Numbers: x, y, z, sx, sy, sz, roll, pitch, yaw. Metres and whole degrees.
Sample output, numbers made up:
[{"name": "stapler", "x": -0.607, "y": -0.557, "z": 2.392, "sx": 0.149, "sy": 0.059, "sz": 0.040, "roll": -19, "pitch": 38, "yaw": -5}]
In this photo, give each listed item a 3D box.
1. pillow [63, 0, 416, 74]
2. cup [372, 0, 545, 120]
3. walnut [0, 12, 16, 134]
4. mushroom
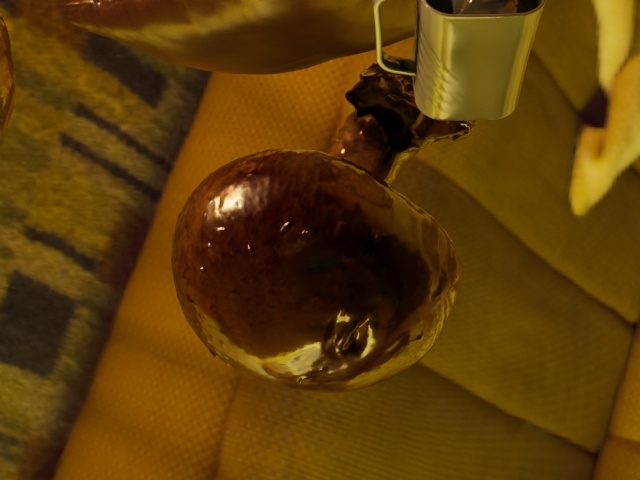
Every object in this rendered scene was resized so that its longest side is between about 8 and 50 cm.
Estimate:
[{"name": "pillow", "x": -0.040, "y": -0.230, "z": 1.063, "sx": 0.308, "sy": 0.305, "sz": 0.108, "roll": -1, "pitch": 83, "yaw": -53}, {"name": "cup", "x": 0.104, "y": -0.168, "z": 0.868, "sx": 0.129, "sy": 0.128, "sz": 0.095, "roll": 90, "pitch": -2, "yaw": -53}, {"name": "walnut", "x": -0.278, "y": -0.109, "z": 0.717, "sx": 0.166, "sy": 0.167, "sz": 0.149, "roll": 57, "pitch": 36, "yaw": -42}, {"name": "mushroom", "x": -0.008, "y": -0.012, "z": 1.259, "sx": 0.331, "sy": 0.334, "sz": 0.356, "roll": 11, "pitch": 60, "yaw": -42}]
